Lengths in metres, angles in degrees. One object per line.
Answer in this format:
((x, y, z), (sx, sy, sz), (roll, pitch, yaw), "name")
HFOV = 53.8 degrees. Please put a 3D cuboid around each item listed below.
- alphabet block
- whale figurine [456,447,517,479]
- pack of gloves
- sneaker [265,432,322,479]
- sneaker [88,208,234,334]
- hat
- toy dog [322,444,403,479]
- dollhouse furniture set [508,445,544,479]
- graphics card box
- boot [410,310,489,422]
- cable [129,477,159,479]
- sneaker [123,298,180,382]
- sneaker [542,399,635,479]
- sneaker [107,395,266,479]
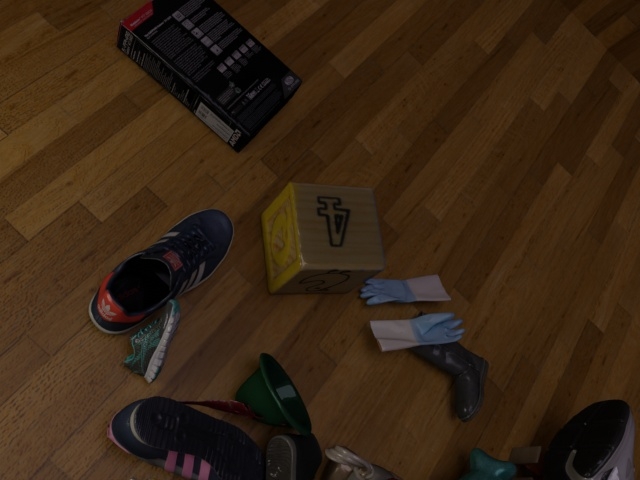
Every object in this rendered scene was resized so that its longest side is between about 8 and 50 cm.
((0.000, 0.000, 1.356), (0.197, 0.192, 0.194), (1, 67, -25), "alphabet block")
((0.306, 0.542, 1.280), (0.216, 0.141, 0.272), (18, 54, 32), "whale figurine")
((0.214, 0.149, 1.438), (0.232, 0.046, 0.195), (-3, 49, -22), "pack of gloves")
((-0.048, 0.480, 1.201), (0.118, 0.083, 0.222), (16, 80, -55), "sneaker")
((-0.284, 0.044, 1.220), (0.131, 0.148, 0.350), (45, 57, -3), "sneaker")
((-0.147, 0.333, 1.232), (0.183, 0.173, 0.209), (-32, 94, 4), "hat")
((0.086, 0.495, 1.153), (0.220, 0.334, 0.161), (25, 76, 13), "toy dog")
((0.540, 0.621, 1.399), (0.262, 0.135, 0.259), (36, 59, -9), "dollhouse furniture set")
((-0.250, -0.408, 1.456), (0.371, 0.094, 0.233), (40, 58, -5), "graphics card box")
((0.282, 0.287, 1.445), (0.208, 0.076, 0.190), (39, 44, -15), "boot")
((-0.197, 0.485, 1.083), (0.287, 0.072, 0.140), (9, 91, -6), "cable")
((-0.314, 0.181, 1.168), (0.076, 0.065, 0.167), (23, 97, -3), "sneaker")
((0.601, 0.569, 1.332), (0.257, 0.169, 0.447), (49, 54, -9), "sneaker")
((-0.237, 0.376, 1.144), (0.319, 0.131, 0.112), (43, 42, -31), "sneaker")
